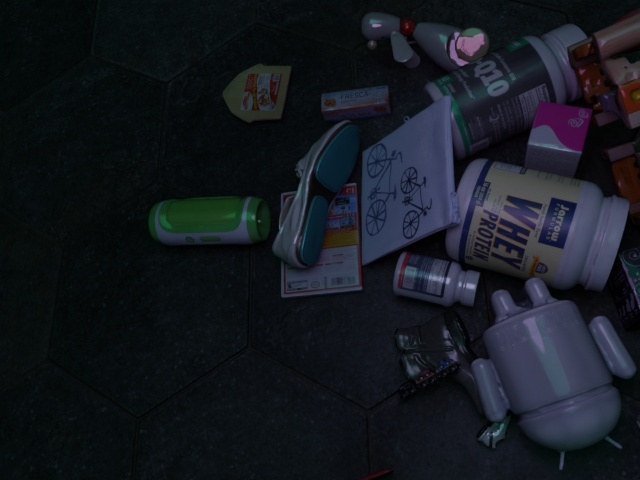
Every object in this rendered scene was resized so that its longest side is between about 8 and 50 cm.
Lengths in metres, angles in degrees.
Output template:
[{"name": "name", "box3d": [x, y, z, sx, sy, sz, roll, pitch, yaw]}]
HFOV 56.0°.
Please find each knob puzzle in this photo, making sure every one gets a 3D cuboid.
[{"name": "knob puzzle", "box3d": [-0.185, -0.416, 1.719, 0.213, 0.030, 0.213, -5, 70, 14]}]

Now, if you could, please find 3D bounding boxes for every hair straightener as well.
[{"name": "hair straightener", "box3d": [0.060, 0.560, 1.273, 0.231, 0.047, 0.089, -22, 65, 7]}]

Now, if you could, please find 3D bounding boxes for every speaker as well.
[{"name": "speaker", "box3d": [-0.286, -0.049, 1.557, 0.297, 0.131, 0.131, -1, 70, 15]}]

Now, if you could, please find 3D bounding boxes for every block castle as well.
[{"name": "block castle", "box3d": [0.681, -0.239, 1.180, 0.213, 0.303, 0.453, -21, 96, 14]}]

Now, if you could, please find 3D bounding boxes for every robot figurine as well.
[{"name": "robot figurine", "box3d": [0.451, 0.255, 1.187, 0.300, 0.200, 0.353, -23, 70, 9]}]

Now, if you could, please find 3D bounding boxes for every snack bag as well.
[{"name": "snack bag", "box3d": [0.198, -0.134, 1.385, 0.343, 0.037, 0.322, -31, 51, 54]}]

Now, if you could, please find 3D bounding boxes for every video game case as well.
[{"name": "video game case", "box3d": [0.000, 0.000, 1.513, 0.204, 0.025, 0.285, -7, 69, 13]}]

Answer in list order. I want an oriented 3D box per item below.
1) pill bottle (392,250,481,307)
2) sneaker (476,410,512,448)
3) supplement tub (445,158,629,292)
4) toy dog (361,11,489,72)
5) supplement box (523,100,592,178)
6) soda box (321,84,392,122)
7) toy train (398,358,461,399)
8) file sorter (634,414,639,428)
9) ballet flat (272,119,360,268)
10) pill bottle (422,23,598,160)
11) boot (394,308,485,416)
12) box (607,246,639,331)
[{"name": "pill bottle", "box3d": [0.263, 0.093, 1.360, 0.180, 0.108, 0.107, 12, 74, 19]}, {"name": "sneaker", "box3d": [0.376, 0.387, 1.260, 0.044, 0.040, 0.109, 41, 88, 8]}, {"name": "supplement tub", "box3d": [0.454, -0.031, 1.282, 0.325, 0.235, 0.235, 16, 75, 21]}, {"name": "toy dog", "box3d": [0.270, -0.479, 1.549, 0.334, 0.220, 0.160, 20, 108, 29]}, {"name": "supplement box", "box3d": [0.517, -0.198, 1.336, 0.114, 0.220, 0.111, 15, 75, 20]}, {"name": "soda box", "box3d": [0.096, -0.362, 1.602, 0.183, 0.063, 0.058, -4, 69, 14]}, {"name": "toy train", "box3d": [0.230, 0.292, 1.282, 0.158, 0.027, 0.036, -36, 55, 26]}, {"name": "file sorter", "box3d": [0.712, 0.363, 1.044, 0.173, 0.277, 0.192, -19, 66, 4]}, {"name": "ballet flat", "box3d": [-0.024, -0.125, 1.494, 0.139, 0.139, 0.400, 14, 75, 20]}, {"name": "pill bottle", "box3d": [0.445, -0.352, 1.424, 0.361, 0.204, 0.204, -25, 65, 5]}, {"name": "boot", "box3d": [0.268, 0.284, 1.316, 0.161, 0.083, 0.246, -28, 65, 17]}, {"name": "box", "box3d": [0.727, 0.074, 1.206, 0.248, 0.163, 0.142, -16, 68, 9]}]
